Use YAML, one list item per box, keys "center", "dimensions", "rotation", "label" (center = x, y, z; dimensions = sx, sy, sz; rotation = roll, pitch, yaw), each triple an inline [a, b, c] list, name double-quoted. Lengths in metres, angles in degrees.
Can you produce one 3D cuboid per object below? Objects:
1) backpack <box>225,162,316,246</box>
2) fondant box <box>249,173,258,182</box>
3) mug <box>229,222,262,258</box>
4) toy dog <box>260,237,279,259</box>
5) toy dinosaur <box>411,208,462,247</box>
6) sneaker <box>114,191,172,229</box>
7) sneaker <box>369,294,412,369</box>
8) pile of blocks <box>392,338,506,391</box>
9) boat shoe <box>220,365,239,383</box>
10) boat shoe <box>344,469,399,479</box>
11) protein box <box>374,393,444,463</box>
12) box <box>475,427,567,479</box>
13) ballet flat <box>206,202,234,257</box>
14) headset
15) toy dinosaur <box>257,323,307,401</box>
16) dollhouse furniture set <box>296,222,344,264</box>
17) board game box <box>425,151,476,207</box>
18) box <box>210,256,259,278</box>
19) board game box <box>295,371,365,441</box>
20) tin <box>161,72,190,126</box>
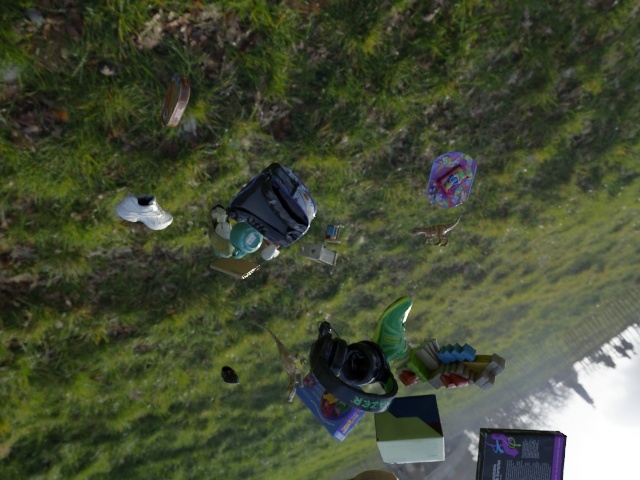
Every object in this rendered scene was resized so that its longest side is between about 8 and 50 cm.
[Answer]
- center: [-0.153, -0.121, 1.585]
  dimensions: [0.276, 0.263, 0.213]
  rotation: [-33, -166, 39]
  label: "backpack"
- center: [-0.241, -0.256, 2.497]
  dimensions: [0.238, 0.330, 0.096]
  rotation: [3, 120, -32]
  label: "fondant box"
- center: [-0.317, 0.001, 1.926]
  dimensions: [0.129, 0.097, 0.158]
  rotation: [-12, 112, -38]
  label: "mug"
- center: [-0.282, -0.010, 2.737]
  dimensions: [0.161, 0.220, 0.333]
  rotation: [-11, -170, 44]
  label: "toy dog"
- center: [0.455, -0.037, 1.661]
  dimensions: [0.211, 0.112, 0.064]
  rotation: [-14, -167, -2]
  label: "toy dinosaur"
- center: [-0.623, -0.113, 1.622]
  dimensions: [0.115, 0.090, 0.232]
  rotation: [-42, 154, 16]
  label: "sneaker"
- center: [0.232, 0.301, 1.394]
  dimensions: [0.109, 0.123, 0.295]
  rotation: [-24, 138, -59]
  label: "sneaker"
- center: [0.380, 0.398, 1.382]
  dimensions: [0.362, 0.149, 0.112]
  rotation: [-13, -162, 32]
  label: "pile of blocks"
- center: [-0.328, 0.487, 1.594]
  dimensions: [0.049, 0.042, 0.133]
  rotation: [6, 178, -29]
  label: "boat shoe"
- center: [0.171, 0.905, 1.621]
  dimensions: [0.285, 0.103, 0.092]
  rotation: [-31, 150, 24]
  label: "boat shoe"
- center: [0.282, 0.604, 1.409]
  dimensions: [0.200, 0.136, 0.201]
  rotation: [-8, 135, 9]
  label: "protein box"
- center: [0.369, 0.409, 0.815]
  dimensions: [0.162, 0.116, 0.029]
  rotation: [6, 180, -8]
  label: "box"
- center: [-0.475, -0.064, 2.114]
  dimensions: [0.123, 0.348, 0.123]
  rotation: [-12, 130, -14]
  label: "ballet flat"
- center: [0.064, 0.375, 1.313]
  dimensions: [0.243, 0.394, 0.185]
  rotation: [17, 106, -25]
  label: "headset"
- center: [-0.072, 0.259, 0.969]
  dimensions: [0.053, 0.183, 0.092]
  rotation: [-31, 148, 7]
  label: "toy dinosaur"
- center: [0.000, 0.000, 1.959]
  dimensions: [0.129, 0.129, 0.184]
  rotation: [24, 76, -52]
  label: "dollhouse furniture set"
- center: [0.378, -0.166, 1.258]
  dimensions: [0.133, 0.033, 0.169]
  rotation: [4, 115, -10]
  label: "board game box"
- center: [-0.442, 0.133, 2.292]
  dimensions: [0.164, 0.201, 0.021]
  rotation: [-35, 137, -59]
  label: "box"
- center: [0.055, 0.723, 2.061]
  dimensions: [0.233, 0.347, 0.078]
  rotation: [-46, 127, -10]
  label: "board game box"
- center: [-0.461, -0.442, 1.403]
  dimensions: [0.040, 0.106, 0.189]
  rotation: [5, 148, -35]
  label: "tin"
